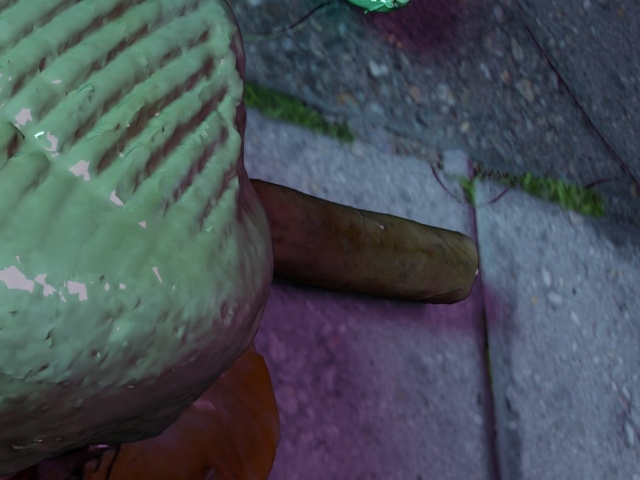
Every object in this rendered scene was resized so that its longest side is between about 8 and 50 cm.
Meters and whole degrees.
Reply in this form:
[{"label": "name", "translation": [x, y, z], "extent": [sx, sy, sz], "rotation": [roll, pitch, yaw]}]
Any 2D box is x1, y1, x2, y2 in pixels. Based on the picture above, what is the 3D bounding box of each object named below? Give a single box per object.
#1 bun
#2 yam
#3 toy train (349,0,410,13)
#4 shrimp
[{"label": "bun", "translation": [-0.151, -0.020, 0.753], "extent": [0.281, 0.205, 0.281], "rotation": [20, 49, -25]}, {"label": "yam", "translation": [0.000, 0.000, 1.027], "extent": [0.241, 0.057, 0.056], "rotation": [11, 67, -44]}, {"label": "toy train", "translation": [0.005, -0.206, 1.100], "extent": [0.149, 0.081, 0.099], "rotation": [52, 43, -27]}, {"label": "shrimp", "translation": [-0.117, 0.101, 0.851], "extent": [0.287, 0.063, 0.152], "rotation": [-36, 100, -51]}]
